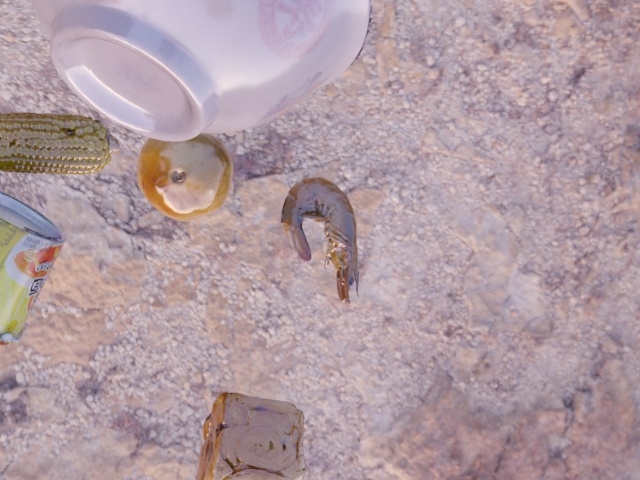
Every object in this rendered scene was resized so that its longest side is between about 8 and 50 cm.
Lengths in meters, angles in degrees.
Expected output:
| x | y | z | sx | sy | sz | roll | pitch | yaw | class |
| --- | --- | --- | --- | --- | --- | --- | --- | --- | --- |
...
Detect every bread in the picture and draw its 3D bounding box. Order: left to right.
| x | y | z | sx | sy | sz | roll | pitch | yaw | class |
| --- | --- | --- | --- | --- | --- | --- | --- | --- | --- |
| -0.117 | 0.343 | 1.102 | 0.158 | 0.143 | 0.149 | 7 | 61 | -21 | bread |

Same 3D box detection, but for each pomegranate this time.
| x | y | z | sx | sy | sz | roll | pitch | yaw | class |
| --- | --- | --- | --- | --- | --- | --- | --- | --- | --- |
| -0.311 | -0.153 | 1.539 | 0.233 | 0.233 | 0.233 | -11 | 112 | -29 | pomegranate |

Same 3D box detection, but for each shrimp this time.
| x | y | z | sx | sy | sz | roll | pitch | yaw | class |
| --- | --- | --- | --- | --- | --- | --- | --- | --- | --- |
| 0.004 | -0.003 | 0.786 | 0.095 | 0.045 | 0.162 | 7 | 66 | -39 | shrimp |

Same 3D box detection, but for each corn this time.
| x | y | z | sx | sy | sz | roll | pitch | yaw | class |
| --- | --- | --- | --- | --- | --- | --- | --- | --- | --- |
| -0.523 | -0.177 | 1.199 | 0.322 | 0.119 | 0.119 | 0 | 106 | -30 | corn |

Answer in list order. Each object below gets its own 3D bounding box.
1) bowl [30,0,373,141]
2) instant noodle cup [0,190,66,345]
| x | y | z | sx | sy | sz | roll | pitch | yaw | class |
| --- | --- | --- | --- | --- | --- | --- | --- | --- | --- |
| -0.139 | -0.193 | 0.595 | 0.345 | 0.345 | 0.157 | 40 | 61 | -35 | bowl |
| -0.585 | 0.026 | 1.146 | 0.264 | 0.264 | 0.200 | 32 | 90 | -35 | instant noodle cup |
